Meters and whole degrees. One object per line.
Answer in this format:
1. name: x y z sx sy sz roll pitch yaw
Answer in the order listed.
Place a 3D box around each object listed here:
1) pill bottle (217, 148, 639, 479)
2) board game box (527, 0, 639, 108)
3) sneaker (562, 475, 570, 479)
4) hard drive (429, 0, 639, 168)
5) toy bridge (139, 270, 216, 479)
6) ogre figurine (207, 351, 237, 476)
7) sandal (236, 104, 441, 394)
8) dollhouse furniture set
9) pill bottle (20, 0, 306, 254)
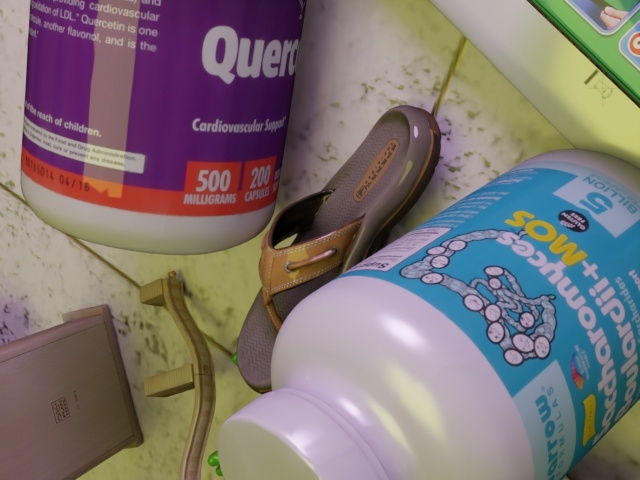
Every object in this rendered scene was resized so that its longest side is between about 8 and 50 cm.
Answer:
1. pill bottle: 0.077 0.062 0.450 0.146 0.264 0.146 30 136 35
2. board game box: 0.252 -0.183 0.384 0.317 0.046 0.213 -45 74 18
3. sneaker: 0.096 0.118 0.586 0.121 0.099 0.262 -44 64 4
4. hard drive: 0.163 -0.180 0.491 0.307 0.040 0.203 50 122 15
5. toy bridge: -0.115 0.114 0.713 0.063 0.026 0.188 -22 66 35
6. ogre figurine: -0.028 0.155 0.653 0.197 0.097 0.118 -65 28 12
7. sandal: 0.000 0.000 0.584 0.219 0.060 0.090 -56 37 11
8. dollhouse furniture set: -0.339 0.214 0.781 0.303 0.198 0.286 -12 93 22
9. pill bottle: -0.099 -0.164 0.585 0.181 0.181 0.323 21 112 29
